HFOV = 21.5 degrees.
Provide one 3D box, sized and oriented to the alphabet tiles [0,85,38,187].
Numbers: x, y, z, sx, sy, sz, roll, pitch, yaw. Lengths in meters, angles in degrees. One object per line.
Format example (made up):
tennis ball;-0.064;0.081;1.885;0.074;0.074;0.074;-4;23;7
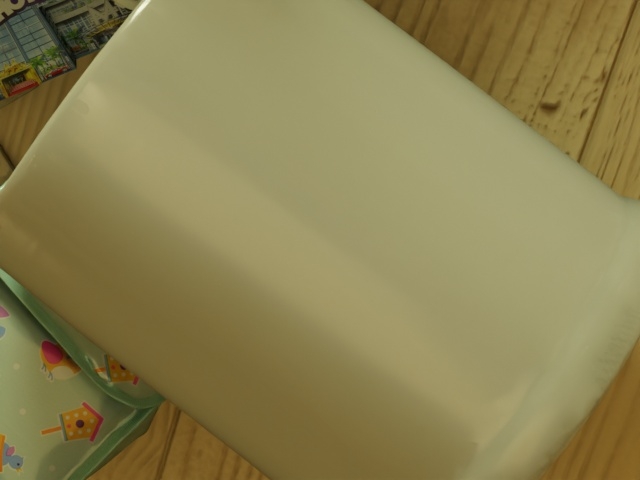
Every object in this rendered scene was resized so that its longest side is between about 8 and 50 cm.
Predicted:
alphabet tiles;-0.407;-0.157;1.395;0.285;0.011;0.342;-28;99;15

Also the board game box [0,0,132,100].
board game box;-0.233;-0.216;1.275;0.194;0.060;0.194;-21;129;10

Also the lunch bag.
lunch bag;-0.216;0.073;1.355;0.262;0.160;0.223;-43;90;6

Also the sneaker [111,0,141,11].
sneaker;-0.083;-0.275;1.208;0.086;0.132;0.228;23;81;-13

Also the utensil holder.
utensil holder;0.000;0.000;1.203;0.385;0.327;0.327;38;108;-3
